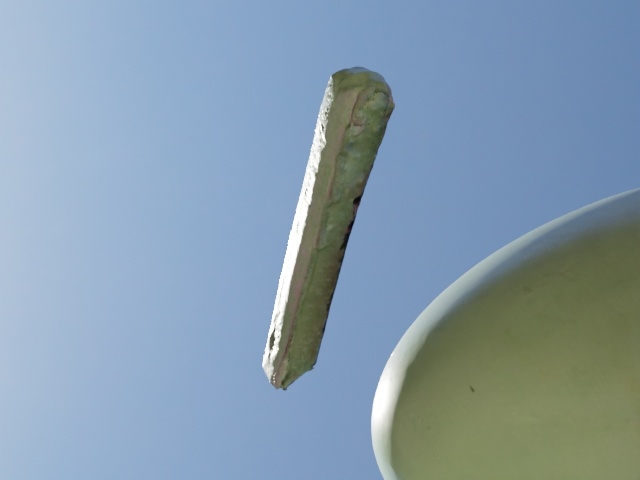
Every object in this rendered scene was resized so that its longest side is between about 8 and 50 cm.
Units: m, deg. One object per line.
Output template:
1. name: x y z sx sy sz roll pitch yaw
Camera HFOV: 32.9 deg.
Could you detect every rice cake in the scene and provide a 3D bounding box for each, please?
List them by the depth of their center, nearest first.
1. rice cake: 0.000 0.000 0.618 0.033 0.033 0.207 48 -47 46

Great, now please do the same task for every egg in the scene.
1. egg: 0.208 0.084 0.698 0.371 0.230 0.230 -14 -111 -15
